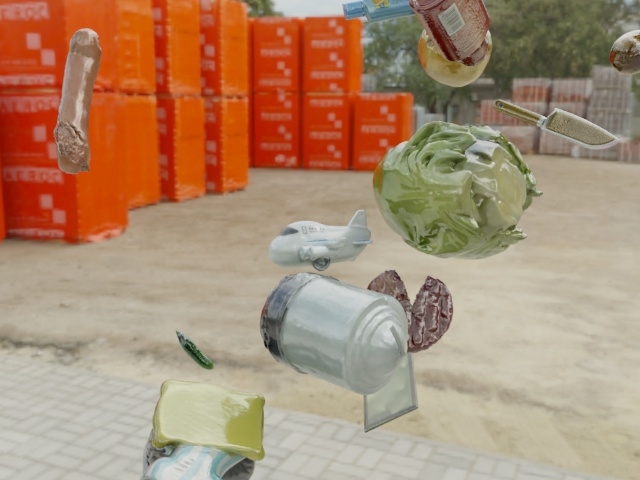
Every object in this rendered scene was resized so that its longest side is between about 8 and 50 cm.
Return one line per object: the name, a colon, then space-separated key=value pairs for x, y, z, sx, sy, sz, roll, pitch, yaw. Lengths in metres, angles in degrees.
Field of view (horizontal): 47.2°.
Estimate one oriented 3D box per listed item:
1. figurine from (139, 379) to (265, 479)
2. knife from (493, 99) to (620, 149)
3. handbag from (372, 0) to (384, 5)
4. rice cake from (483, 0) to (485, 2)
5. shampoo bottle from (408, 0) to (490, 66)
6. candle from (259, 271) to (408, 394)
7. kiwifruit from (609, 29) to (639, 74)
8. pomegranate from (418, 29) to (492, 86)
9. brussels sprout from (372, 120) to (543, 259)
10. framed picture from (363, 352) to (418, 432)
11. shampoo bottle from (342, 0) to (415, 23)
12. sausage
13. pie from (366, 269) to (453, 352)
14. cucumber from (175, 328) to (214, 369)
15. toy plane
figurine: x=-0.286 y=0.539 z=1.597 sx=0.267 sy=0.377 sz=0.361 roll=20 pitch=34 yaw=3
knife: x=0.411 y=-0.213 z=1.295 sx=0.256 sy=0.046 sz=0.022 roll=34 pitch=0 yaw=42
handbag: x=0.130 y=-0.598 z=1.706 sx=0.061 sy=0.083 sz=0.027 roll=-33 pitch=29 yaw=14
rice cake: x=0.395 y=-0.610 z=1.866 sx=0.171 sy=0.033 sz=0.029 roll=-38 pitch=9 yaw=2
shampoo bottle: x=0.248 y=-0.405 z=1.335 sx=0.076 sy=0.118 sz=0.314 roll=39 pitch=8 yaw=22
candle: x=0.050 y=0.197 z=1.519 sx=0.343 sy=0.221 sz=0.221 roll=16 pitch=17 yaw=41
kiwifruit: x=0.576 y=-0.346 z=1.343 sx=0.075 sy=0.075 sz=0.124 roll=10 pitch=32 yaw=44
pomegranate: x=0.400 y=-0.573 z=2.175 sx=0.233 sy=0.233 sz=0.233 roll=0 pitch=9 yaw=0
brussels sprout: x=0.323 y=-0.115 z=1.870 sx=0.361 sy=0.342 sz=0.425 roll=-15 pitch=-16 yaw=39
framed picture: x=0.189 y=0.413 z=2.027 sx=0.173 sy=0.010 sz=0.231 roll=-30 pitch=27 yaw=21
shampoo bottle: x=0.195 y=-0.702 z=2.172 sx=0.259 sy=0.103 sz=0.061 roll=-10 pitch=-7 yaw=3
sausage: x=-0.489 y=-0.280 z=1.476 sx=0.078 sy=0.304 sz=0.078 roll=2 pitch=-11 yaw=0
pie: x=0.208 y=0.168 z=1.770 sx=0.219 sy=0.204 sz=0.054 roll=23 pitch=-19 yaw=1
cucumber: x=-0.360 y=0.311 z=2.057 sx=0.037 sy=0.155 sz=0.037 roll=-40 pitch=9 yaw=8
toy plane: x=0.000 y=0.006 z=1.793 sx=0.267 sy=0.122 sz=0.267 roll=-9 pitch=7 yaw=1
